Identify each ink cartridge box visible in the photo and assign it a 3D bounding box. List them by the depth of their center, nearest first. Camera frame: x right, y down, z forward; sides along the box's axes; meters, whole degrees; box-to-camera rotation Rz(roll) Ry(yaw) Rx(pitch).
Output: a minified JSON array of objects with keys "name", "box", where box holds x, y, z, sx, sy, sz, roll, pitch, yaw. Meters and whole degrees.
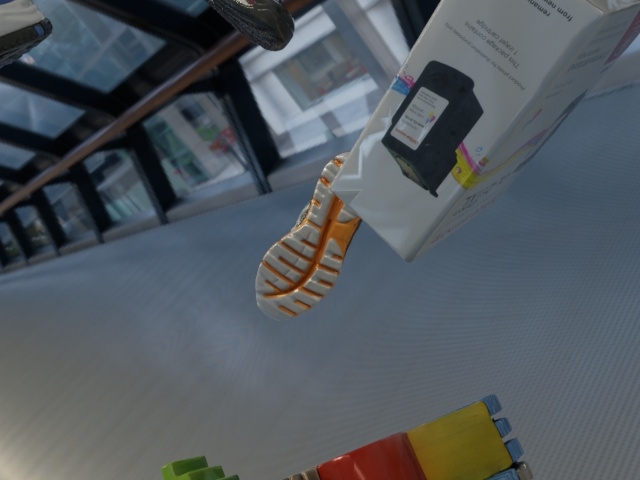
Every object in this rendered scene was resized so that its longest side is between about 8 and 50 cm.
[{"name":"ink cartridge box","box":[0.100,-0.084,0.394,0.127,0.072,0.175,-29,-21,-46]}]

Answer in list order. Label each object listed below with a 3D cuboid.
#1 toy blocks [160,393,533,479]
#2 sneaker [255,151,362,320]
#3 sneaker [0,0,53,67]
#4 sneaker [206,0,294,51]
[{"name":"toy blocks","box":[0.041,0.203,0.485,0.261,0.190,0.381,-28,-19,16]},{"name":"sneaker","box":[0.000,0.000,0.787,0.214,0.084,0.083,-56,-2,2]},{"name":"sneaker","box":[-0.254,-0.109,0.360,0.080,0.081,0.211,-12,23,41]},{"name":"sneaker","box":[-0.080,-0.338,0.761,0.162,0.106,0.281,-46,54,5]}]
